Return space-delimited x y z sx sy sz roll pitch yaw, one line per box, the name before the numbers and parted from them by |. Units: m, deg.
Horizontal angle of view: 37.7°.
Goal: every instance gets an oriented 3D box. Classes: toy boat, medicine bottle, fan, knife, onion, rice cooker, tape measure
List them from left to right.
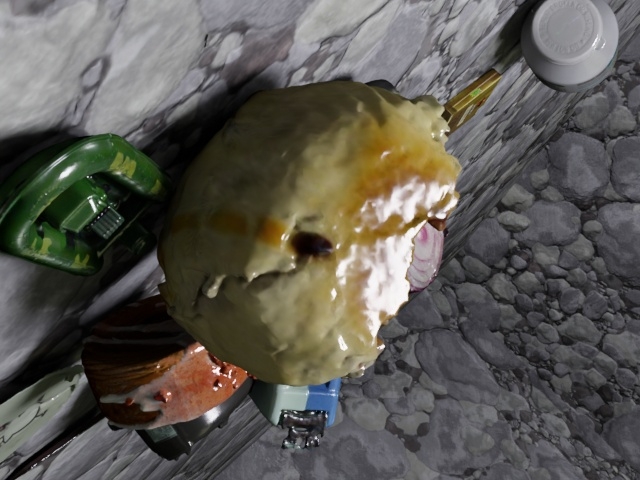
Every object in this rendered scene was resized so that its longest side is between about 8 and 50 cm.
fan | -0.270 0.160 0.953 0.414 0.012 0.233 -35 171 -44
toy boat | -0.155 -0.022 0.615 0.104 0.052 0.210 -43 170 -1
knife | -0.285 0.227 1.132 0.230 0.028 0.060 -35 177 -36
rice cooker | -0.155 0.165 1.086 0.142 0.118 0.203 -29 -173 33
tape measure | -0.057 0.107 1.227 0.351 0.097 0.216 -151 -110 -67
onion | 0.064 -0.036 1.202 0.218 0.139 0.195 49 55 -40
medicine bottle | 0.356 -0.287 1.340 0.135 0.135 0.215 -48 169 14

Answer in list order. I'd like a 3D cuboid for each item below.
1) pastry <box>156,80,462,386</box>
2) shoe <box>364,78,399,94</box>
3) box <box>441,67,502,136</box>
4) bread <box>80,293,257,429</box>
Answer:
pastry | -0.033 -0.029 0.744 0.236 0.170 0.256 9 -116 52
shoe | 0.000 0.000 0.962 0.336 0.171 0.132 -51 167 28
box | 0.216 -0.200 1.431 0.133 0.023 0.090 -39 169 -31
bread | -0.140 0.108 0.870 0.160 0.073 0.160 -12 -160 4
